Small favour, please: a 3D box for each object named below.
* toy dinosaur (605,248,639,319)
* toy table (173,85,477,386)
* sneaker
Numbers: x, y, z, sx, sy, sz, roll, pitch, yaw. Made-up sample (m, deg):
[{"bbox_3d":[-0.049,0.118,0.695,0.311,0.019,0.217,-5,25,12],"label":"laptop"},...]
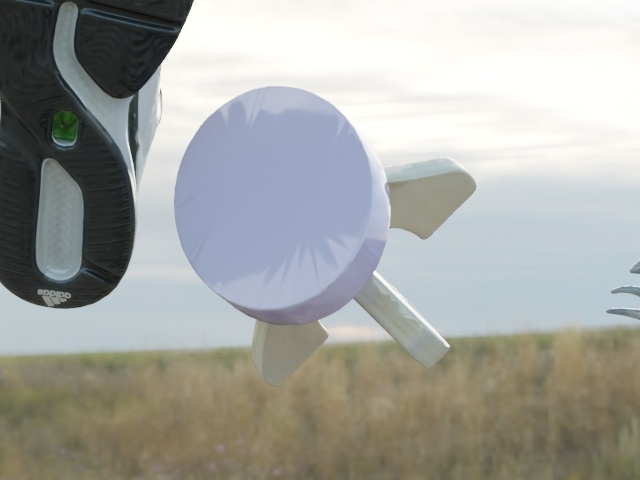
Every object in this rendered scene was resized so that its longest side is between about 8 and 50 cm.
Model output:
[{"bbox_3d":[0.355,0.049,0.925,0.160,0.121,0.313,-44,30,-19],"label":"toy dinosaur"},{"bbox_3d":[0.000,0.000,1.202,0.252,0.274,0.161,-38,-49,14],"label":"toy table"},{"bbox_3d":[-0.205,-0.190,1.262,0.169,0.447,0.257,10,25,-9],"label":"sneaker"}]
